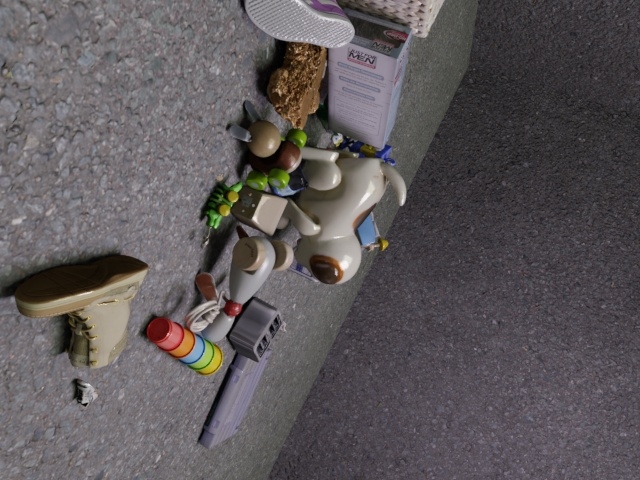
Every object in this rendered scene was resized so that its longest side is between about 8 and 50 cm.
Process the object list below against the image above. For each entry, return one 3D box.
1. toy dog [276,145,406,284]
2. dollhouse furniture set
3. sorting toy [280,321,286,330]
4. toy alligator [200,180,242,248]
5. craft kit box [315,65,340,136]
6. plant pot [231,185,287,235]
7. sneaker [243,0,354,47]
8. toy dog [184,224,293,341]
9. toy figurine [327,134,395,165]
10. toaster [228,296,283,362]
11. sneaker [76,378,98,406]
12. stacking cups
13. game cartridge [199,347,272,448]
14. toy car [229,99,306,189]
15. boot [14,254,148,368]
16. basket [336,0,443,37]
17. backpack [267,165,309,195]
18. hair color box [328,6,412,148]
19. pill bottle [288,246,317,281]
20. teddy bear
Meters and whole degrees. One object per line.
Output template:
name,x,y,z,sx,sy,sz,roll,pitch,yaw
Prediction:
toy dog,0.049,-0.070,1.555,0.284,0.395,0.408,-37,139,-73
dollhouse furniture set,0.169,-0.081,1.809,0.286,0.198,0.304,120,-44,-70
sorting toy,-0.162,0.315,1.912,0.045,0.075,0.083,-53,157,-38
toy alligator,-0.252,-0.073,1.208,0.051,0.056,0.190,37,74,-29
craft kit box,0.064,-0.491,1.596,0.247,0.060,0.250,-68,163,-4
plant pot,-0.172,-0.087,1.339,0.096,0.109,0.109,25,88,-63
sneaker,-0.064,-0.530,1.124,0.282,0.161,0.102,1,149,-44
toy dog,-0.234,0.094,1.330,0.333,0.161,0.220,-44,151,-5
toy figurine,0.185,-0.317,1.895,0.362,0.217,0.191,-43,151,-50
toaster,-0.214,0.291,1.673,0.168,0.110,0.186,-58,161,-27
sneaker,-0.486,0.317,1.038,0.037,0.031,0.083,-54,158,-36
stacking cups,-0.345,0.267,1.305,0.096,0.096,0.316,-60,159,-21
game cartridge,-0.306,0.558,1.834,0.355,0.068,0.230,-66,159,0
toy car,-0.147,-0.241,1.231,0.188,0.148,0.155,44,57,-43
boot,-0.427,0.144,0.899,0.204,0.095,0.262,-70,166,16
basket,0.171,-0.718,1.186,0.328,0.331,0.266,-63,168,-9
backpack,-0.099,-0.171,1.368,0.105,0.084,0.114,69,23,-9
hair color box,0.123,-0.426,1.382,0.374,0.185,0.114,88,26,-66
pill bottle,-0.032,0.096,1.859,0.094,0.169,0.094,-55,160,-32
teddy bear,-0.047,-0.440,1.278,0.245,0.113,0.338,65,42,-74
